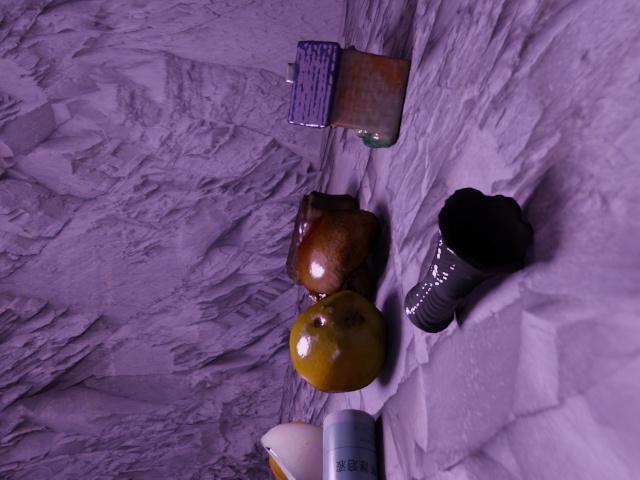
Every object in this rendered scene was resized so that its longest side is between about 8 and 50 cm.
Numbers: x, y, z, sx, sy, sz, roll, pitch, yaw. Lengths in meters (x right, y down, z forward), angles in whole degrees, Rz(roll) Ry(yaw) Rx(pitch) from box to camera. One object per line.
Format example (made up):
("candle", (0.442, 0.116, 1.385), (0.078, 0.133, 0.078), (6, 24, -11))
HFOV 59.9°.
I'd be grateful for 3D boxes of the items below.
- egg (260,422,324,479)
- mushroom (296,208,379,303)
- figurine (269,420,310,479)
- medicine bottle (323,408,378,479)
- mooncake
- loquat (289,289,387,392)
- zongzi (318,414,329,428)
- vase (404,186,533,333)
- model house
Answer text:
("egg", (-0.013, 0.564, 1.396), (0.206, 0.162, 0.271), (16, 137, 52))
("mushroom", (0.041, 0.052, 1.355), (0.263, 0.195, 0.283), (124, 153, -62))
("figurine", (-0.084, 0.691, 1.797), (0.257, 0.167, 0.192), (107, 155, -63))
("medicine bottle", (0.059, 0.505, 1.054), (0.110, 0.110, 0.351), (105, 170, -46))
("mooncake", (0.001, 0.000, 1.774), (0.324, 0.187, 0.324), (-170, 90, -83))
("loquat", (0.037, 0.228, 1.174), (0.213, 0.213, 0.246), (-90, 13, -47))
("zongzi", (0.007, 0.590, 1.671), (0.109, 0.055, 0.119), (83, -151, -64))
("vase", (0.171, 0.042, 0.716), (0.237, 0.115, 0.115), (104, 171, -61))
("model house", (0.046, -0.375, 1.417), (0.312, 0.280, 0.245), (-110, 28, -77))
